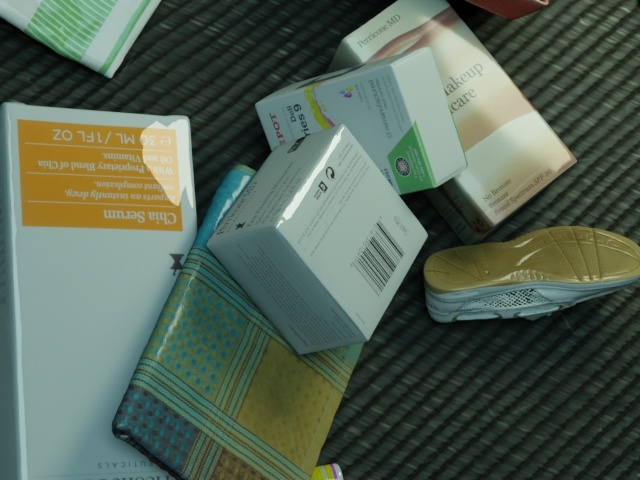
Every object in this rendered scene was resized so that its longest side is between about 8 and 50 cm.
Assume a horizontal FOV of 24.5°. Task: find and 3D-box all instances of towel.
[{"bbox_3d":[-0.074,0.128,1.678,0.271,0.040,0.370,43,52,-28],"label":"towel"},{"bbox_3d":[-0.334,-0.380,1.816,0.325,0.038,0.248,33,80,-20],"label":"towel"}]

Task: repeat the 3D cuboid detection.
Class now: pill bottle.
[{"bbox_3d":[-0.016,0.293,1.756,0.083,0.043,0.043,-8,78,-11],"label":"pill bottle"}]

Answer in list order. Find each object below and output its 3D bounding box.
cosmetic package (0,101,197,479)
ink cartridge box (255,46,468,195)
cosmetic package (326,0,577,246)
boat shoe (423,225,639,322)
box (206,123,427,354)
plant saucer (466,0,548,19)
[{"bbox_3d":[-0.264,0.086,1.676,0.230,0.161,0.453,1,76,-28],"label":"cosmetic package"},{"bbox_3d":[0.047,-0.127,1.762,0.093,0.212,0.154,-32,107,-49],"label":"ink cartridge box"},{"bbox_3d":[0.161,-0.157,1.849,0.153,0.129,0.296,-39,85,-15],"label":"cosmetic package"},{"bbox_3d":[0.264,0.052,1.838,0.277,0.096,0.098,-5,44,-2],"label":"boat shoe"},{"bbox_3d":[0.000,0.000,1.672,0.182,0.119,0.181,51,49,-23],"label":"box"},{"bbox_3d":[0.161,-0.365,1.872,0.258,0.259,0.048,23,116,-3],"label":"plant saucer"}]
